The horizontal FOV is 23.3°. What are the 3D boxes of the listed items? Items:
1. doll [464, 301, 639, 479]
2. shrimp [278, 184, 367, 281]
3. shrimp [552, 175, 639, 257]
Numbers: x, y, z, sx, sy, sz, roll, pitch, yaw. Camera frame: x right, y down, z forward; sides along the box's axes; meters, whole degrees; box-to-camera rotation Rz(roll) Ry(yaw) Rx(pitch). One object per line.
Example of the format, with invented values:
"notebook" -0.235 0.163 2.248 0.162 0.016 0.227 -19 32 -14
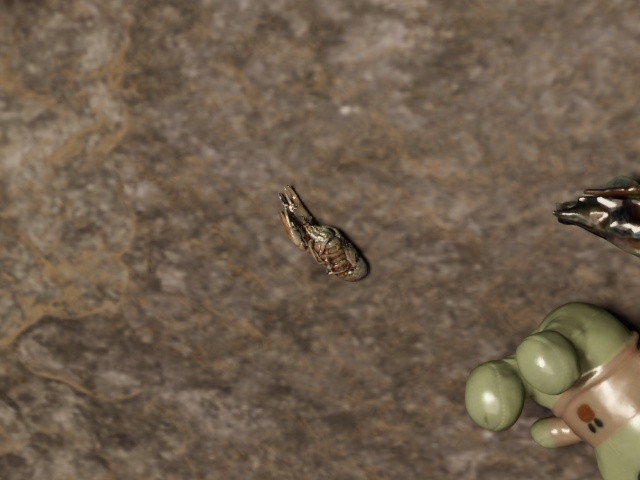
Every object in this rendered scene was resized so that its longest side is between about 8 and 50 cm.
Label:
"doll" 0.244 0.133 1.116 0.275 0.113 0.155 31 129 -3
"shrimp" -0.003 0.000 1.181 0.092 0.038 0.029 44 119 -3
"shrimp" 0.315 0.027 1.066 0.317 0.062 0.164 11 119 13
